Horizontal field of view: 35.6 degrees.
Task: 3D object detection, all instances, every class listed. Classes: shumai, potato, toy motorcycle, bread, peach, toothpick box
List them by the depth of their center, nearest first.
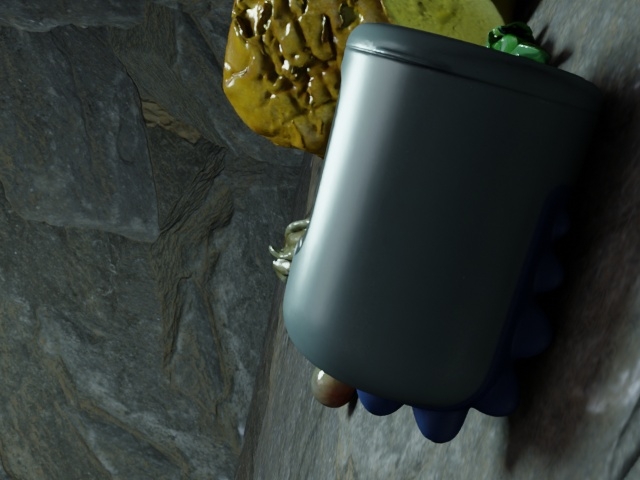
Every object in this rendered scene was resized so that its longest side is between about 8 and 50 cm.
[{"bbox_3d":[0.107,0.002,0.918,0.263,0.262,0.355,-107,32,-78],"label":"toothpick box"},{"bbox_3d":[0.214,-0.192,1.130,0.190,0.074,0.106,-92,27,-69],"label":"toy motorcycle"},{"bbox_3d":[0.190,-0.350,1.300,0.158,0.178,0.203,-60,-11,-17],"label":"potato"},{"bbox_3d":[0.024,0.239,1.664,0.083,0.083,0.083,-165,90,-83],"label":"peach"},{"bbox_3d":[-0.001,0.003,1.805,0.184,0.185,0.218,-71,-13,-66],"label":"shumai"},{"bbox_3d":[0.019,-0.341,1.805,0.215,0.398,0.398,-69,-2,-59],"label":"bread"}]
